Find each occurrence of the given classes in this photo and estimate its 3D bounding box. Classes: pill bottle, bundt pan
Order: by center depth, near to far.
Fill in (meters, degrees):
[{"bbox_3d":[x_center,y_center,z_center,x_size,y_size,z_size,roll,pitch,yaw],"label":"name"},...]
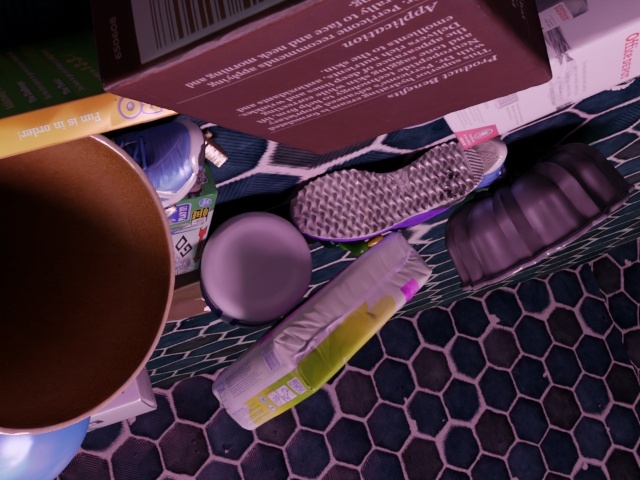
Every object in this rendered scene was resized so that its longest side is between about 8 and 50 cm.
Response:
[{"bbox_3d":[-0.105,0.054,1.142,0.153,0.153,0.265,-16,174,-13],"label":"pill bottle"},{"bbox_3d":[0.345,-0.053,1.280,0.331,0.124,0.331,-33,-179,1],"label":"bundt pan"}]

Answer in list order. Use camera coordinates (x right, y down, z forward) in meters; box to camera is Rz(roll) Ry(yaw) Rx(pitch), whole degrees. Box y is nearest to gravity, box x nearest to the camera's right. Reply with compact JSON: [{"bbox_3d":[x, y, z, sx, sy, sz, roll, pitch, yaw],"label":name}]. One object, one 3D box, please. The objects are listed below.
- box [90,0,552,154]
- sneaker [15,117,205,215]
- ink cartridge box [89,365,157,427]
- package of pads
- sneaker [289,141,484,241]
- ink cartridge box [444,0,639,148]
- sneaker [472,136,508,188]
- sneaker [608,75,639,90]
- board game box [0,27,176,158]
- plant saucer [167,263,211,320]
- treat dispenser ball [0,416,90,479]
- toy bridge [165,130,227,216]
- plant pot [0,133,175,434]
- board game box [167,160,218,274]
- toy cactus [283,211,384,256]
[{"bbox_3d":[0.003,-0.159,0.406,0.168,0.167,0.203,-15,170,28],"label":"box"},{"bbox_3d":[-0.206,-0.059,0.745,0.211,0.080,0.081,-25,165,20],"label":"sneaker"},{"bbox_3d":[-0.450,0.236,1.323,0.270,0.198,0.197,-18,166,-9],"label":"ink cartridge box"},{"bbox_3d":[-0.001,0.131,1.098,0.296,0.101,0.229,-37,176,-40],"label":"package of pads"},{"bbox_3d":[0.092,-0.049,1.130,0.293,0.102,0.146,-15,167,-15],"label":"sneaker"},{"bbox_3d":[0.223,-0.191,0.775,0.218,0.092,0.158,-21,166,15],"label":"ink cartridge box"},{"bbox_3d":[0.262,-0.121,1.174,0.084,0.058,0.152,-15,163,-25],"label":"sneaker"},{"bbox_3d":[0.392,-0.233,0.904,0.170,0.063,0.075,-20,167,-17],"label":"sneaker"},{"bbox_3d":[-0.176,-0.108,0.525,0.259,0.124,0.039,-14,127,-12],"label":"board game box"},{"bbox_3d":[-0.206,0.087,1.400,0.278,0.041,0.278,-18,167,-5],"label":"plant saucer"},{"bbox_3d":[-0.469,0.227,1.068,0.288,0.288,0.288,-18,166,-4],"label":"treat dispenser ball"},{"bbox_3d":[-0.183,-0.051,0.816,0.188,0.026,0.063,-43,130,12],"label":"toy bridge"},{"bbox_3d":[-0.298,0.024,0.652,0.254,0.237,0.237,2,-177,40],"label":"plant pot"},{"bbox_3d":[-0.256,0.001,0.988,0.213,0.046,0.317,-15,166,-17],"label":"board game box"},{"bbox_3d":[0.000,0.000,1.242,0.219,0.112,0.180,-16,159,28],"label":"toy cactus"}]
